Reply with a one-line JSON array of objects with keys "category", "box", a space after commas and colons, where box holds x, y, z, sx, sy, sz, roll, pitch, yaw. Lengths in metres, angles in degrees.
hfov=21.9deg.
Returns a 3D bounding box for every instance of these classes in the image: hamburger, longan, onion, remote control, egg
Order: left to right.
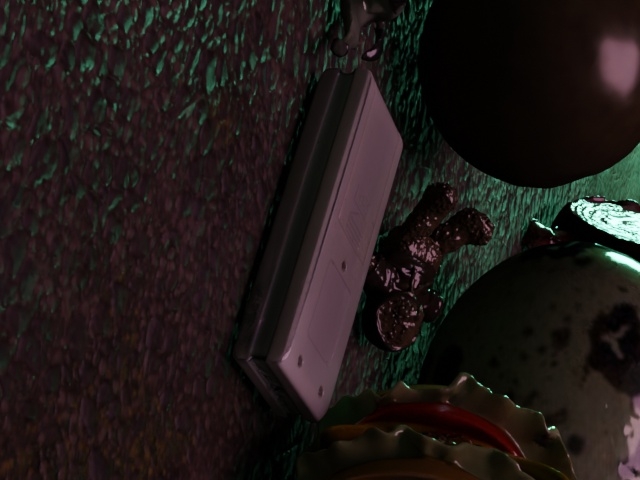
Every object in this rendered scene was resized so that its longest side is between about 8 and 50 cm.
[{"category": "remote control", "box": [0.000, 0.000, 1.343, 0.103, 0.055, 0.277, 60, 41, -52]}, {"category": "hamburger", "box": [0.092, 0.243, 1.334, 0.212, 0.274, 0.274, -58, 145, -67]}, {"category": "longan", "box": [0.215, -0.178, 1.593, 0.258, 0.258, 0.258, 3, 90, -67]}, {"category": "egg", "box": [0.228, 0.187, 1.617, 0.379, 0.287, 0.287, -68, 154, -7]}, {"category": "onion", "box": [0.336, 0.026, 2.036, 0.218, 0.195, 0.140, 3, 119, -27]}]

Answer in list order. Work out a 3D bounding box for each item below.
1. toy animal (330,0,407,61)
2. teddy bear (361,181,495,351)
[{"category": "toy animal", "box": [0.051, -0.263, 1.415, 0.176, 0.073, 0.217, -44, 138, -78]}, {"category": "teddy bear", "box": [0.081, 0.024, 1.522, 0.119, 0.078, 0.160, 38, 79, -43]}]
